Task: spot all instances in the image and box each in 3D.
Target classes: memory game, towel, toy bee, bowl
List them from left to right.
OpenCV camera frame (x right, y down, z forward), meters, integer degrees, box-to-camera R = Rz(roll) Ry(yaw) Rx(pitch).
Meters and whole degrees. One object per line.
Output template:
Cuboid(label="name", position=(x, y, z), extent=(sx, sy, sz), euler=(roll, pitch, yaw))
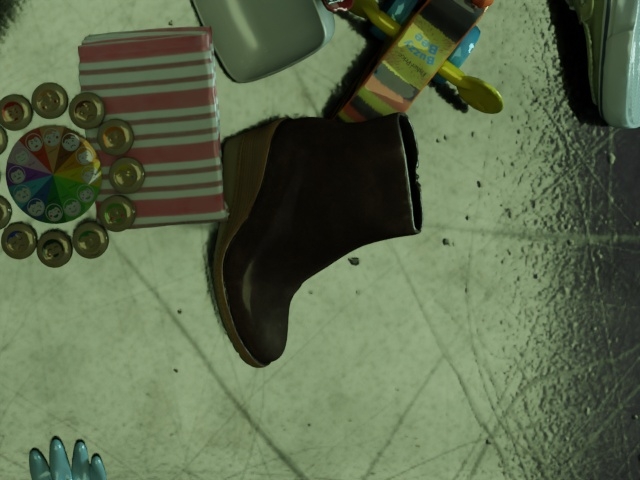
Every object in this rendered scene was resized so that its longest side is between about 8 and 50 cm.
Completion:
Cuboid(label="memory game", position=(-0.265, -0.064, 1.841), extent=(0.186, 0.012, 0.186), euler=(1, 97, 8))
Cuboid(label="towel", position=(-0.163, -0.111, 1.839), extent=(0.144, 0.029, 0.197), euler=(-2, 98, 21))
Cuboid(label="bowl", position=(-0.053, -0.239, 1.831), extent=(0.142, 0.053, 0.142), euler=(-20, 98, 39))
Cuboid(label="toy bee", position=(0.105, -0.221, 1.826), extent=(0.195, 0.162, 0.298), euler=(15, 93, -7))

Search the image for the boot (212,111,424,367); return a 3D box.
Cuboid(label="boot", position=(0.000, 0.000, 1.822), extent=(0.206, 0.090, 0.248), euler=(-3, 89, 29))

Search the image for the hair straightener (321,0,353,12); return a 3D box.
Cuboid(label="hair straightener", position=(-0.005, -0.335, 1.755), extent=(0.047, 0.089, 0.230), euler=(-13, 75, -42))

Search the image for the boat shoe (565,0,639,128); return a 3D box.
Cuboid(label="boat shoe", position=(0.296, -0.266, 1.889), extent=(0.094, 0.109, 0.302), euler=(5, 98, 30))

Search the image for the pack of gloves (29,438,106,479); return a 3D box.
Cuboid(label="pack of gloves", position=(-0.309, 0.317, 1.875), extent=(0.195, 0.046, 0.232), euler=(-4, 95, -8))
